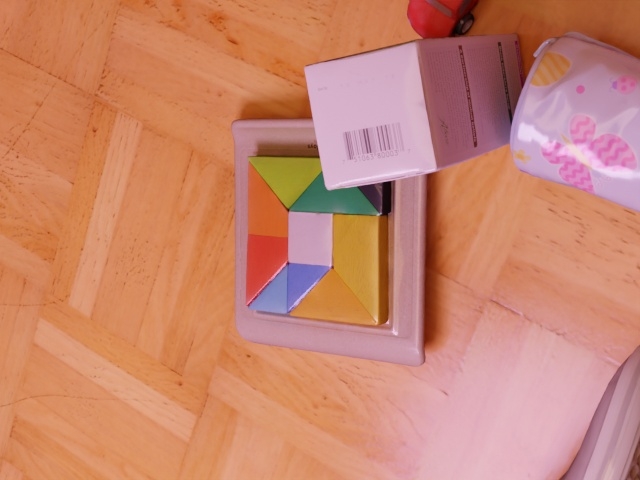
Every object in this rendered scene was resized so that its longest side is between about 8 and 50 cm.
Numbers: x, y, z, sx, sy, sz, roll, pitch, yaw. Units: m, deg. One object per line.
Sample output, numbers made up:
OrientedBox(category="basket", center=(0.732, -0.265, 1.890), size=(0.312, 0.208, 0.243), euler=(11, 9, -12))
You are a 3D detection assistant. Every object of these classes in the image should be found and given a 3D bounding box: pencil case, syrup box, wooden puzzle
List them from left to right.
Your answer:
OrientedBox(category="wooden puzzle", center=(0.000, 0.000, 0.953), size=(0.220, 0.044, 0.239), euler=(4, 102, 32))
OrientedBox(category="syrup box", center=(0.089, -0.109, 0.783), size=(0.093, 0.237, 0.096), euler=(-7, 97, 30))
OrientedBox(category="pencil case", center=(0.285, -0.073, 0.753), size=(0.273, 0.113, 0.124), euler=(20, 126, 25))

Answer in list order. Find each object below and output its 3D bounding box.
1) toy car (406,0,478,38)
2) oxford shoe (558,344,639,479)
OrientedBox(category="toy car", center=(0.143, -0.308, 0.823), size=(0.239, 0.053, 0.225), euler=(-21, 89, 30))
OrientedBox(category="oxford shoe", center=(0.209, 0.287, 0.846), size=(0.130, 0.169, 0.450), euler=(29, 114, 43))
